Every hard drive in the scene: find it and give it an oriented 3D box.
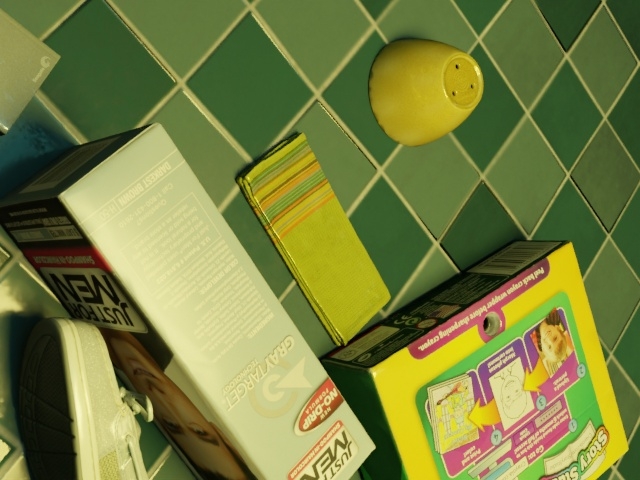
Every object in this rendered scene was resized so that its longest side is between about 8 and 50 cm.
[{"bbox_3d":[-0.316,-0.172,0.814,0.135,0.022,0.094,39,68,-29],"label":"hard drive"}]

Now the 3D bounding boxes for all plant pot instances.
[{"bbox_3d":[0.140,-0.185,1.095,0.134,0.095,0.134,1,89,-36],"label":"plant pot"}]

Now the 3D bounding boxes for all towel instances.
[{"bbox_3d":[0.000,0.000,1.037,0.102,0.021,0.237,-41,112,-28],"label":"towel"}]

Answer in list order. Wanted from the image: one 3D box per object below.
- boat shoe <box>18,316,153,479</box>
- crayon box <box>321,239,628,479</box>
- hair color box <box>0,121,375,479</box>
[{"bbox_3d":[-0.197,0.216,0.841,0.103,0.118,0.320,-20,105,-40],"label":"boat shoe"},{"bbox_3d":[0.209,0.212,1.132,0.363,0.106,0.313,-27,106,-32],"label":"crayon box"},{"bbox_3d":[-0.126,0.084,0.845,0.113,0.185,0.374,-44,113,-28],"label":"hair color box"}]
